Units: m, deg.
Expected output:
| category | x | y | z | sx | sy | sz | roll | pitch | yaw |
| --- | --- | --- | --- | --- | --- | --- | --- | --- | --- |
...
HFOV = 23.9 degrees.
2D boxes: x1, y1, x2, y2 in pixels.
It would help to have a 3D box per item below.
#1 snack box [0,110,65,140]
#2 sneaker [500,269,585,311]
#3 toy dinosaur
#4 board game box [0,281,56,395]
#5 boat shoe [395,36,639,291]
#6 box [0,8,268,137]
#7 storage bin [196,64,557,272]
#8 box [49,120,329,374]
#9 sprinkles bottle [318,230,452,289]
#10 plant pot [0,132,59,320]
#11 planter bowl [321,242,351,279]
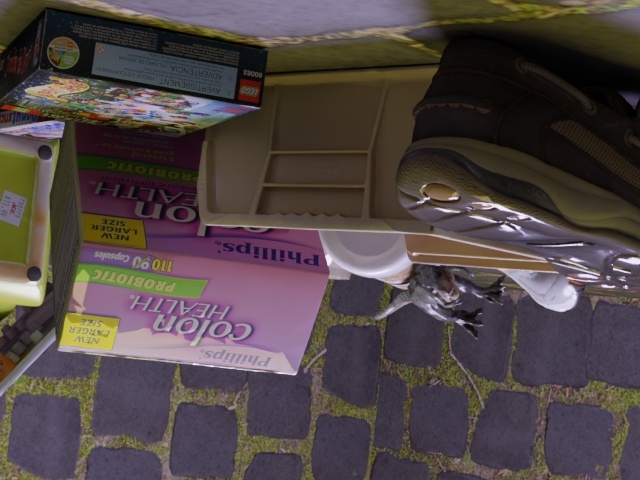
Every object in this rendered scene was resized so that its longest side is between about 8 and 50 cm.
| category | x | y | z | sx | sy | sz | roll | pitch | yaw |
| --- | --- | --- | --- | --- | --- | --- | --- | --- | --- |
| snack box | -0.271 | -0.119 | 1.527 | 0.064 | 0.022 | 0.178 | 10 | 175 | -32 |
| sneaker | 0.214 | 0.005 | 1.727 | 0.121 | 0.099 | 0.262 | 18 | -173 | -22 |
| toy dinosaur | 0.148 | 0.069 | 1.805 | 0.118 | 0.064 | 0.268 | 12 | 165 | -9 |
| board game box | -0.325 | 0.051 | 1.892 | 0.050 | 0.390 | 0.390 | 45 | 166 | -11 |
| boat shoe | 0.199 | -0.045 | 1.039 | 0.132 | 0.130 | 0.355 | 2 | 168 | 43 |
| box | -0.151 | -0.120 | 1.143 | 0.159 | 0.044 | 0.233 | 8 | 176 | -19 |
| storage bin | 0.078 | -0.050 | 1.214 | 0.260 | 0.123 | 0.262 | 2 | 175 | 44 |
| box | -0.126 | -0.009 | 1.359 | 0.213 | 0.117 | 0.243 | 8 | -147 | -17 |
| sprinkles bottle | 0.090 | -0.006 | 1.855 | 0.121 | 0.121 | 0.355 | 6 | 176 | 12 |
| plant pot | -0.414 | -0.031 | 1.656 | 0.227 | 0.228 | 0.207 | 11 | 168 | -36 |
| planter bowl | 0.000 | 0.000 | 2.196 | 0.162 | 0.109 | 0.162 | 7 | 176 | 0 |
